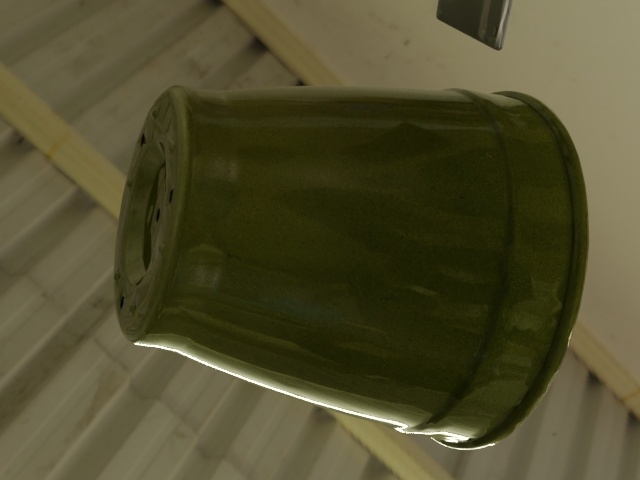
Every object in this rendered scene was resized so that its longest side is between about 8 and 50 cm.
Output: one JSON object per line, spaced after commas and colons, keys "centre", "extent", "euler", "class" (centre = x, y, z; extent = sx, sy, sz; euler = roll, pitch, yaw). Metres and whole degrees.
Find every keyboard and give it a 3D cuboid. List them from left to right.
{"centre": [0.137, -0.271, 0.842], "extent": [0.014, 0.256, 0.072], "euler": [-31, -125, -30], "class": "keyboard"}

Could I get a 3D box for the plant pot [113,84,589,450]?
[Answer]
{"centre": [0.000, 0.000, 1.012], "extent": [0.353, 0.366, 0.366], "euler": [10, -127, -22], "class": "plant pot"}
